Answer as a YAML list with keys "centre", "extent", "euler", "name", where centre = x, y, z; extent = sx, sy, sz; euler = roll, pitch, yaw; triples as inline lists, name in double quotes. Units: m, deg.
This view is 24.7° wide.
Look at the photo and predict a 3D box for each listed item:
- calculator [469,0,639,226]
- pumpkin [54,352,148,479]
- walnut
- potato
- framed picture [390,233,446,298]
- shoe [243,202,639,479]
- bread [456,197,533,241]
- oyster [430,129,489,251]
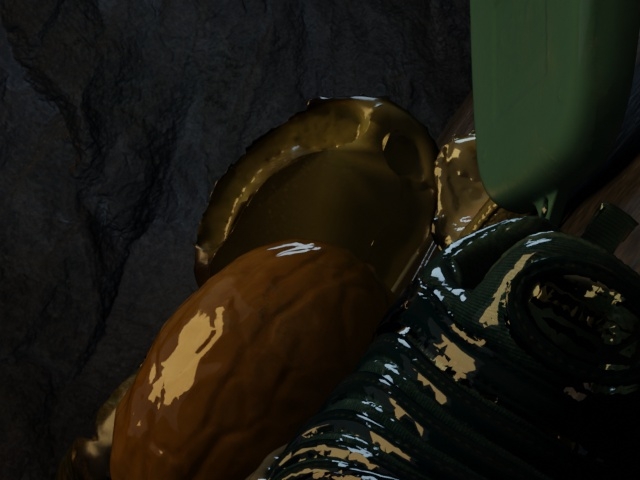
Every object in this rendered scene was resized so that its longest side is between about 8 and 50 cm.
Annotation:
- centre: [0.137, -0.196, 0.852]
  extent: [0.256, 0.055, 0.386]
  euler: [134, 139, -77]
  name: "calculator"
- centre: [-0.182, 0.256, 1.720]
  extent: [0.320, 0.192, 0.320]
  euler: [-55, -2, -2]
  name: "pumpkin"
- centre: [-0.029, 0.094, 0.810]
  extent: [0.206, 0.159, 0.159]
  euler: [-56, 1, -18]
  name: "walnut"
- centre: [0.000, 0.000, 1.511]
  extent: [0.285, 0.243, 0.242]
  euler: [-62, 3, -16]
  name: "potato"
- centre: [0.047, 0.089, 1.169]
  extent: [0.335, 0.022, 0.247]
  euler: [-55, 1, -27]
  name: "framed picture"
- centre: [0.045, 0.045, 0.386]
  extent: [0.106, 0.092, 0.207]
  euler: [-60, -5, 22]
  name: "shoe"
- centre: [0.143, -0.046, 0.962]
  extent: [0.153, 0.028, 0.068]
  euler: [-53, 0, 25]
  name: "bread"
- centre: [0.118, -0.045, 1.081]
  extent: [0.122, 0.045, 0.146]
  euler: [-43, 28, -7]
  name: "oyster"
